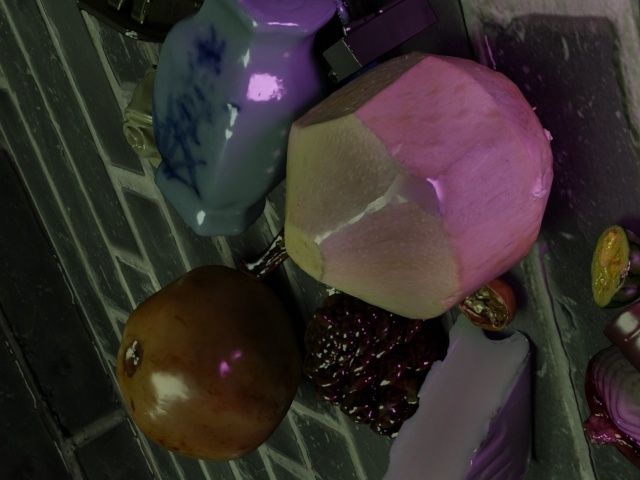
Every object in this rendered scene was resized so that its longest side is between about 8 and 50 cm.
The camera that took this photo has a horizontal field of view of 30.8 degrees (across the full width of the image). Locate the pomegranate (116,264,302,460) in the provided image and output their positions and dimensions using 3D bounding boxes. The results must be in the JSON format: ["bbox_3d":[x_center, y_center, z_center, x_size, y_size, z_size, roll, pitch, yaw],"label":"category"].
[{"bbox_3d":[-0.215,0.262,2.395,0.411,0.411,0.411,42,150,31],"label":"pomegranate"}]

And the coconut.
[{"bbox_3d":[0.110,-0.059,1.483,0.352,0.353,0.352,42,150,31],"label":"coconut"}]

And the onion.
[{"bbox_3d":[0.413,0.238,1.502,0.098,0.151,0.206,73,171,-58],"label":"onion"}]

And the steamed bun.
[{"bbox_3d":[-0.307,-0.212,2.276,0.211,0.144,0.218,42,151,29],"label":"steamed bun"}]

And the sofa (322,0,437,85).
[{"bbox_3d":[0.072,-0.272,1.535,0.060,0.147,0.085,57,154,-5],"label":"sofa"}]

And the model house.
[{"bbox_3d":[-0.250,-0.479,1.905,0.218,0.205,0.278,33,115,40],"label":"model house"}]

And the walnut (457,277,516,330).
[{"bbox_3d":[0.250,0.082,1.712,0.121,0.052,0.091,17,131,51],"label":"walnut"}]

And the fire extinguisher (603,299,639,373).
[{"bbox_3d":[0.483,0.195,1.343,0.337,0.114,0.135,50,174,15],"label":"fire extinguisher"}]

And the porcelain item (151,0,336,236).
[{"bbox_3d":[-0.115,-0.201,1.642,0.242,0.178,0.405,49,141,27],"label":"porcelain item"}]

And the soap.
[{"bbox_3d":[0.197,0.295,1.804,0.159,0.258,0.302,34,144,43],"label":"soap"}]

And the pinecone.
[{"bbox_3d":[0.101,0.201,1.930,0.244,0.244,0.309,22,158,51],"label":"pinecone"}]

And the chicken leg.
[{"bbox_3d":[0.000,0.000,1.980,0.407,0.096,0.158,-8,83,48],"label":"chicken leg"}]

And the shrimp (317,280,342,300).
[{"bbox_3d":[0.067,0.106,2.066,0.145,0.059,0.254,-9,106,52],"label":"shrimp"}]

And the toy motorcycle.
[{"bbox_3d":[0.041,-0.239,1.679,0.169,0.113,0.315,38,158,56],"label":"toy motorcycle"}]

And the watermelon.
[{"bbox_3d":[0.372,0.034,1.420,0.105,0.062,0.105,-173,90,-81],"label":"watermelon"}]
